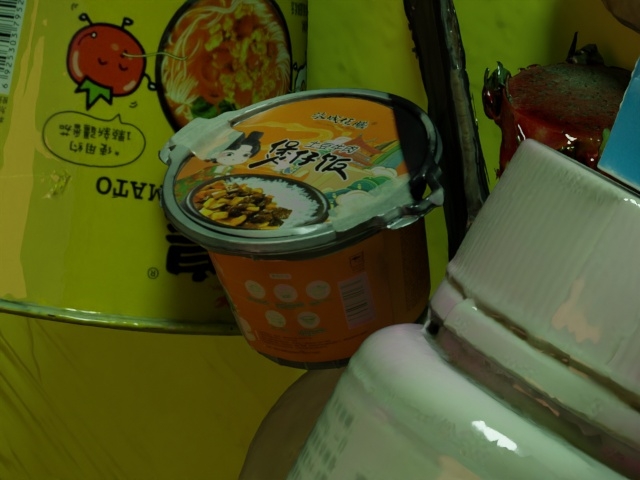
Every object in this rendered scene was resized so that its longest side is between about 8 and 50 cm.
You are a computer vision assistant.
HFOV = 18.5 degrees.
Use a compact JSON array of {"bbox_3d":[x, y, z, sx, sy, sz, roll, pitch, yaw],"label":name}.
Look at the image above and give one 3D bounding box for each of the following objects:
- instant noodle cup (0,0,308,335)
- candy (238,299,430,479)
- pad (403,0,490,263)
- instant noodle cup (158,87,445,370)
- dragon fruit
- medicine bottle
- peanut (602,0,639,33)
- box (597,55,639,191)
[{"bbox_3d":[-0.148,-0.083,1.410,0.325,0.325,0.254,12,97,48],"label":"instant noodle cup"},{"bbox_3d":[0.100,0.213,1.264,0.427,0.186,0.386,-46,62,35],"label":"candy"},{"bbox_3d":[0.079,-0.098,1.261,0.174,0.022,0.233,93,169,-77],"label":"pad"},{"bbox_3d":[0.000,0.000,1.241,0.208,0.177,0.126,34,146,49],"label":"instant noodle cup"},{"bbox_3d":[0.150,-0.044,1.166,0.138,0.142,0.175,11,90,29],"label":"dragon fruit"},{"bbox_3d":[0.118,0.123,1.010,0.241,0.241,0.302,35,99,41],"label":"medicine bottle"},{"bbox_3d":[0.187,-0.165,1.167,0.174,0.080,0.080,31,120,46],"label":"peanut"},{"bbox_3d":[0.259,-0.035,1.008,0.139,0.194,0.073,34,110,41],"label":"box"}]
